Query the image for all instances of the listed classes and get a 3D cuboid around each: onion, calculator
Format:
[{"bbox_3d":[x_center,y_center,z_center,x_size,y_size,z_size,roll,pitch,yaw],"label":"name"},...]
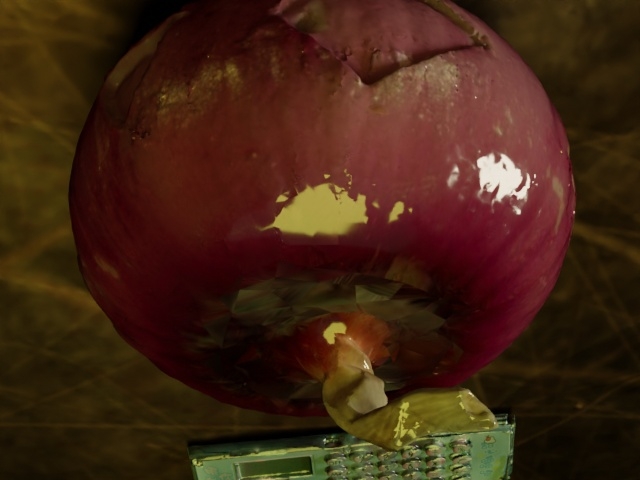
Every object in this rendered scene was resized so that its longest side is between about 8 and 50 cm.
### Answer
[{"bbox_3d":[-0.001,-0.008,0.415,0.177,0.153,0.177,15,163,5],"label":"onion"},{"bbox_3d":[0.018,0.120,0.626,0.172,0.018,0.057,-5,132,-1],"label":"calculator"}]
